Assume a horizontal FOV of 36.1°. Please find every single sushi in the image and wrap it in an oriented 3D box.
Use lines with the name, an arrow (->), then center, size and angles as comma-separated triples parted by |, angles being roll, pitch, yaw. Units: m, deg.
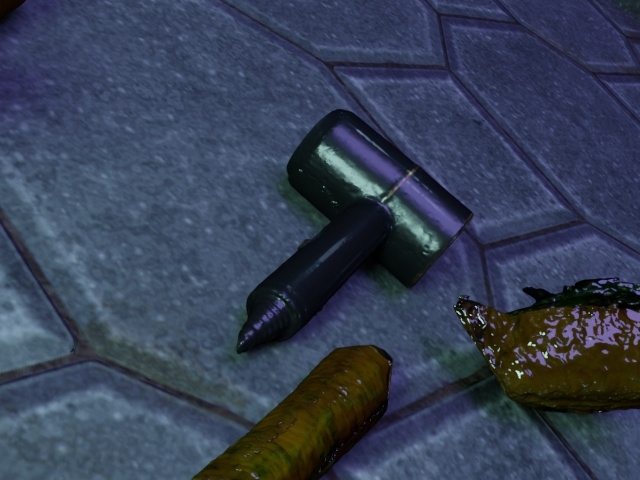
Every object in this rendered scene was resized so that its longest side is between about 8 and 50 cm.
sushi -> 0.261, 0.107, 1.026 | 0.287, 0.149, 0.140 | 1, 71, -11

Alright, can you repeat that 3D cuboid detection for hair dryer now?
hair dryer -> 0.000, 0.000, 0.928 | 0.189, 0.107, 0.352 | 41, 37, 6

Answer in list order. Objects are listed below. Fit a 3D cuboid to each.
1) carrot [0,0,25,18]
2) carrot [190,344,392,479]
carrot -> -0.324, -0.198, 0.853 | 0.069, 0.069, 0.336 | 34, 36, -11
carrot -> -0.016, 0.147, 0.744 | 0.070, 0.070, 0.260 | 46, 32, 9
